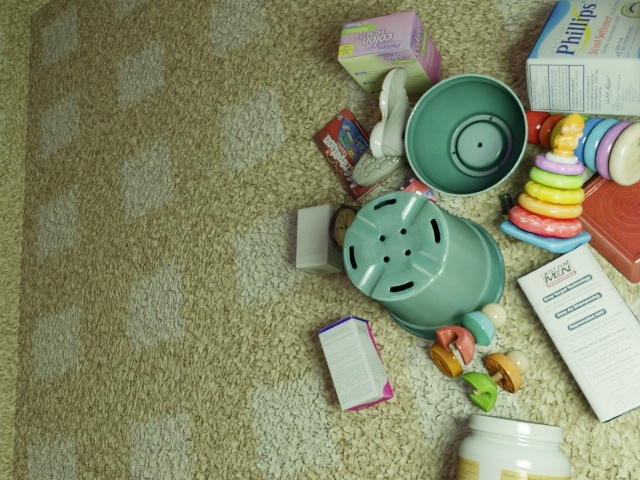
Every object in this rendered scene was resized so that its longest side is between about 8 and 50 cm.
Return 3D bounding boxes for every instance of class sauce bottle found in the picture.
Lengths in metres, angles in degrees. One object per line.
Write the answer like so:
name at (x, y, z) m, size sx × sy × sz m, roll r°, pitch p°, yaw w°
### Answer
sauce bottle at (0.483, -0.058, 1.469) m, size 0.042 × 0.042 × 0.128 m, roll -19°, pitch 64°, yaw 24°

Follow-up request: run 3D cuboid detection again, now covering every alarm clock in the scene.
alarm clock at (0.081, -0.049, 1.607) m, size 0.129 × 0.064 × 0.192 m, roll -42°, pitch 58°, yaw 45°

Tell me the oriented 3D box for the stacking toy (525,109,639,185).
stacking toy at (0.605, -0.240, 1.379) m, size 0.330 × 0.141 × 0.141 m, roll 34°, pitch 93°, yaw 51°

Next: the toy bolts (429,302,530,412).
toy bolts at (0.368, 0.243, 1.364) m, size 0.159 × 0.228 × 0.218 m, roll -34°, pitch 33°, yaw -13°

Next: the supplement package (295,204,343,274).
supplement package at (0.000, 0.000, 1.692) m, size 0.105 × 0.105 × 0.179 m, roll -8°, pitch 72°, yaw 28°

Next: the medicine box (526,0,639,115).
medicine box at (0.666, -0.433, 1.359) m, size 0.290 × 0.149 × 0.263 m, roll 12°, pitch 54°, yaw 32°

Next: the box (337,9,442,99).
box at (0.203, -0.518, 1.656) m, size 0.214 × 0.243 × 0.117 m, roll 1°, pitch 76°, yaw 31°

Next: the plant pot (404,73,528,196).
plant pot at (0.386, -0.251, 1.473) m, size 0.293 × 0.196 × 0.292 m, roll 0°, pitch 90°, yaw 28°

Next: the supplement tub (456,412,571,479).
supplement tub at (0.399, 0.537, 1.217) m, size 0.229 × 0.228 × 0.316 m, roll 1°, pitch 75°, yaw 30°

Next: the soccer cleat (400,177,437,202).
soccer cleat at (0.209, -0.065, 1.611) m, size 0.248 × 0.083 × 0.095 m, roll -44°, pitch 73°, yaw 13°

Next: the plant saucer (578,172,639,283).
plant saucer at (0.724, -0.078, 1.332) m, size 0.259 × 0.048 × 0.258 m, roll -43°, pitch 59°, yaw 11°

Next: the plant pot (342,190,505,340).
plant pot at (0.238, 0.051, 1.403) m, size 0.341 × 0.334 × 0.340 m, roll -10°, pitch 69°, yaw 27°

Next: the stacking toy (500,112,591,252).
stacking toy at (0.532, -0.138, 1.311) m, size 0.166 × 0.175 × 0.301 m, roll 31°, pitch 124°, yaw 46°

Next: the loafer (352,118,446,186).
loafer at (0.235, -0.252, 1.629) m, size 0.320 × 0.111 × 0.112 m, roll -35°, pitch 54°, yaw 12°

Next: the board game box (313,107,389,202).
board game box at (0.096, -0.262, 1.766) m, size 0.145 × 0.027 × 0.281 m, roll -40°, pitch 59°, yaw 15°

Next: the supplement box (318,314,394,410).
supplement box at (0.093, 0.325, 1.532) m, size 0.114 × 0.111 × 0.219 m, roll -30°, pitch 62°, yaw 20°

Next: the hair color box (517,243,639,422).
hair color box at (0.603, 0.202, 1.277) m, size 0.174 × 0.105 × 0.347 m, roll -32°, pitch 62°, yaw 18°

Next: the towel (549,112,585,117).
towel at (0.638, -0.375, 1.489) m, size 0.113 × 0.023 × 0.151 m, roll 20°, pitch 85°, yaw 34°

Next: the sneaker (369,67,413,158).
sneaker at (0.220, -0.339, 1.560) m, size 0.121 × 0.099 × 0.262 m, roll 7°, pitch 79°, yaw 26°
